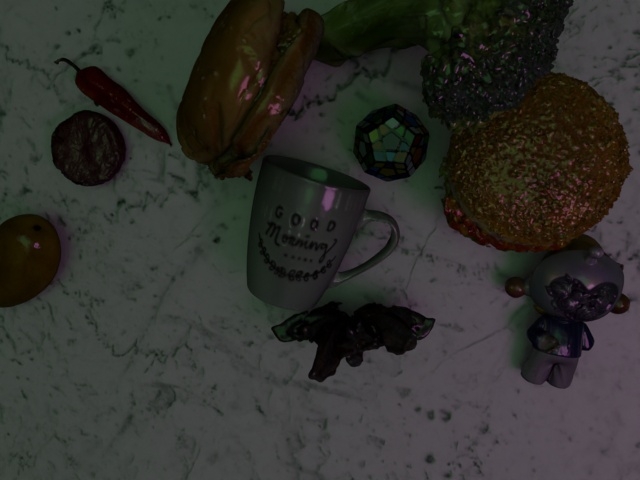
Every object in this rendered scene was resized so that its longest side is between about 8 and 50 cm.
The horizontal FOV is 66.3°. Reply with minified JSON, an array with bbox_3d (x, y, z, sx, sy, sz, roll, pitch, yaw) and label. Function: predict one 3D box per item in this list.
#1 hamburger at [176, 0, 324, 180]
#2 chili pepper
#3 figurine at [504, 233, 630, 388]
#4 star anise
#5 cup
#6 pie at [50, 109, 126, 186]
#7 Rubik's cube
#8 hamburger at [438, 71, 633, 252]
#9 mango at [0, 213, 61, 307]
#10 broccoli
[{"bbox_3d":[-0.119,-0.242,0.764,0.158,0.318,0.318,23,100,-20],"label":"hamburger"},{"bbox_3d":[-0.390,-0.266,0.924,0.268,0.050,0.059,39,84,0],"label":"chili pepper"},{"bbox_3d":[0.411,0.127,0.846,0.194,0.133,0.274,30,110,2],"label":"figurine"},{"bbox_3d":[0.059,0.165,0.858,0.283,0.212,0.129,-10,83,0],"label":"star anise"},{"bbox_3d":[0.000,0.000,0.850,0.258,0.186,0.234,15,106,1],"label":"cup"},{"bbox_3d":[-0.449,-0.178,0.947,0.155,0.036,0.154,1,97,7],"label":"pie"},{"bbox_3d":[0.122,-0.167,0.846,0.133,0.133,0.112,41,125,0],"label":"Rubik's cube"},{"bbox_3d":[0.340,-0.121,0.792,0.276,0.179,0.294,18,99,5],"label":"hamburger"},{"bbox_3d":[-0.592,0.047,0.964,0.136,0.099,0.227,39,108,-4],"label":"mango"},{"bbox_3d":[0.155,-0.298,0.706,0.397,0.353,0.275,-20,129,22],"label":"broccoli"}]
